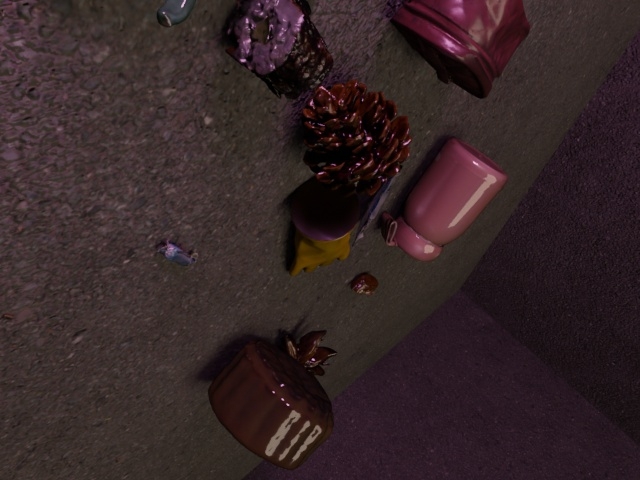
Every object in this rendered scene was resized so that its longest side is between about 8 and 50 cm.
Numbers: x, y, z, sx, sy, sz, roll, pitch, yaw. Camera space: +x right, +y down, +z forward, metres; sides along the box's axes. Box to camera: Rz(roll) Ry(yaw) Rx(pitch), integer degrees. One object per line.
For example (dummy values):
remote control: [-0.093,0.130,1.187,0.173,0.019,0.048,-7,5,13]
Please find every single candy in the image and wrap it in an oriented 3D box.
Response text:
candy: [-0.201,0.020,0.713,0.030,0.020,0.083,-45,156,-4]

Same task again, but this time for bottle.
bottle: [0.287,-0.094,1.228,0.206,0.173,0.297,18,120,-31]

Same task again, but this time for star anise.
star anise: [-0.082,0.319,1.360,0.271,0.102,0.272,-14,129,-18]

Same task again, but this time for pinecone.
pinecone: [0.045,-0.147,0.710,0.173,0.173,0.174,-38,156,-20]

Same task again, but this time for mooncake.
mooncake: [-0.101,0.365,1.141,0.161,0.290,0.290,-50,158,1]

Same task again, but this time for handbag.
handbag: [0.206,-0.306,0.727,0.135,0.146,0.225,-57,158,16]

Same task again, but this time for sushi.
sushi: [0.128,0.131,1.454,0.118,0.061,0.060,15,127,-43]
sushi: [-0.039,-0.210,0.523,0.098,0.094,0.084,-46,156,13]

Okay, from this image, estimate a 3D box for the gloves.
gloves: [-0.001,0.000,0.970,0.133,0.116,0.294,-12,160,-8]

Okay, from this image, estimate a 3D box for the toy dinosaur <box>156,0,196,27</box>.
toy dinosaur: [-0.046,-0.286,0.342,0.120,0.079,0.292,-1,112,-45]

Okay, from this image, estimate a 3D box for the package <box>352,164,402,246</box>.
package: [0.119,-0.076,1.042,0.171,0.027,0.173,-59,178,20]
